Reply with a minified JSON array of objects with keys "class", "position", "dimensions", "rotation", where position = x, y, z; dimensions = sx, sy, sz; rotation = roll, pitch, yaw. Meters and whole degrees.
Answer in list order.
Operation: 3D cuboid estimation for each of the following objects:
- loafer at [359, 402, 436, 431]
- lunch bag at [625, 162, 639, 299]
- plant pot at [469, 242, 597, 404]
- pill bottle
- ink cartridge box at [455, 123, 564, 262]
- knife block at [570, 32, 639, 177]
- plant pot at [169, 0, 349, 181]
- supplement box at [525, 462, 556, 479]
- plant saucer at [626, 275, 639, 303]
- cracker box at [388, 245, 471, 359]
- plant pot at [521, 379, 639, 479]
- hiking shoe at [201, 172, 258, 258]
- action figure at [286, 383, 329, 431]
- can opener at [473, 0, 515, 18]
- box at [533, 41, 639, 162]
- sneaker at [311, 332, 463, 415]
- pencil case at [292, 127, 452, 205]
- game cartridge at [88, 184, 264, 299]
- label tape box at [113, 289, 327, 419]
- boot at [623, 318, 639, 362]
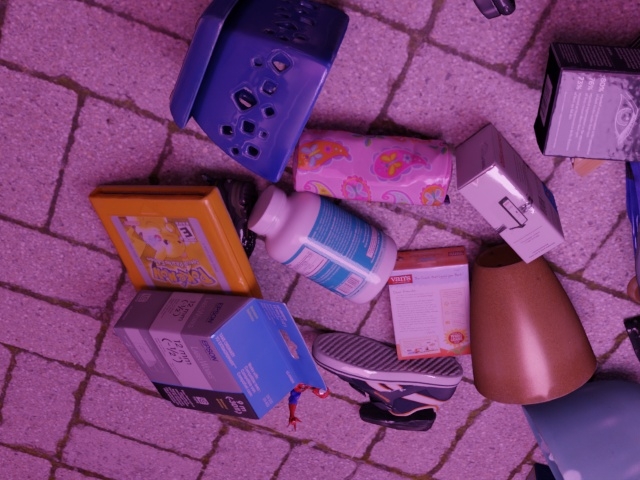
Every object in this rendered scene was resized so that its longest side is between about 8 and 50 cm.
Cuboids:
[{"class":"loafer","position":[0.168,0.398,1.957],"dimensions":[0.170,0.062,0.061],"rotation":[6,130,2]},{"class":"lunch bag","position":[0.713,0.010,1.533],"dimensions":[0.328,0.239,0.385],"rotation":[-9,96,13]},{"class":"plant pot","position":[0.380,0.139,1.683],"dimensions":[0.237,0.237,0.254],"rotation":[-13,107,13]},{"class":"pill bottle","position":[0.000,0.000,1.634],"dimensions":[0.264,0.146,0.146],"rotation":[30,122,-19]},{"class":"ink cartridge box","position":[0.330,-0.084,1.556],"dimensions":[0.086,0.148,0.203],"rotation":[-35,114,27]},{"class":"knife block","position":[0.548,-0.240,1.466],"dimensions":[0.242,0.088,0.275],"rotation":[2,124,4]},{"class":"plant pot","position":[-0.103,-0.271,1.416],"dimensions":[0.212,0.236,0.236],"rotation":[25,124,-5]},{"class":"supplement box","position":[0.509,0.575,2.037],"dimensions":[0.056,0.083,0.083],"rotation":[14,126,-4]},{"class":"plant saucer","position":[0.646,0.097,1.736],"dimensions":[0.083,0.015,0.083],"rotation":[2,125,3]},{"class":"cracker box","position":[0.220,0.127,1.760],"dimensions":[0.156,0.067,0.232],"rotation":[-5,125,7]},{"class":"plant pot","position":[0.586,0.421,1.816],"dimensions":[0.235,0.293,0.293],"rotation":[-26,120,3]},{"class":"hiking shoe","position":[-0.185,-0.028,1.689],"dimensions":[0.114,0.086,0.227],"rotation":[19,124,13]},{"class":"action figure","position":[-0.107,0.295,1.866],"dimensions":[0.280,0.139,0.091],"rotation":[24,124,-14]},{"class":"can opener","position":[0.251,-0.429,1.377],"dimensions":[0.073,0.059,0.186],"rotation":[-24,120,20]},{"class":"box","position":[0.452,-0.213,1.374],"dimensions":[0.207,0.108,0.153],"rotation":[5,124,1]},{"class":"sneaker","position":[0.128,0.289,1.844],"dimensions":[0.321,0.126,0.127],"rotation":[13,119,-7]},{"class":"pencil case","position":[0.093,-0.130,1.560],"dimensions":[0.284,0.124,0.124],"rotation":[4,125,1]},{"class":"game cartridge","position":[-0.265,0.037,1.687],"dimensions":[0.285,0.052,0.323],"rotation":[2,128,30]},{"class":"label tape box","position":[-0.192,0.225,1.708],"dimensions":[0.348,0.115,0.249],"rotation":[3,135,31]},{"class":"boot","position":[0.675,0.190,1.784],"dimensions":[0.099,0.045,0.121],"rotation":[-21,119,15]}]
